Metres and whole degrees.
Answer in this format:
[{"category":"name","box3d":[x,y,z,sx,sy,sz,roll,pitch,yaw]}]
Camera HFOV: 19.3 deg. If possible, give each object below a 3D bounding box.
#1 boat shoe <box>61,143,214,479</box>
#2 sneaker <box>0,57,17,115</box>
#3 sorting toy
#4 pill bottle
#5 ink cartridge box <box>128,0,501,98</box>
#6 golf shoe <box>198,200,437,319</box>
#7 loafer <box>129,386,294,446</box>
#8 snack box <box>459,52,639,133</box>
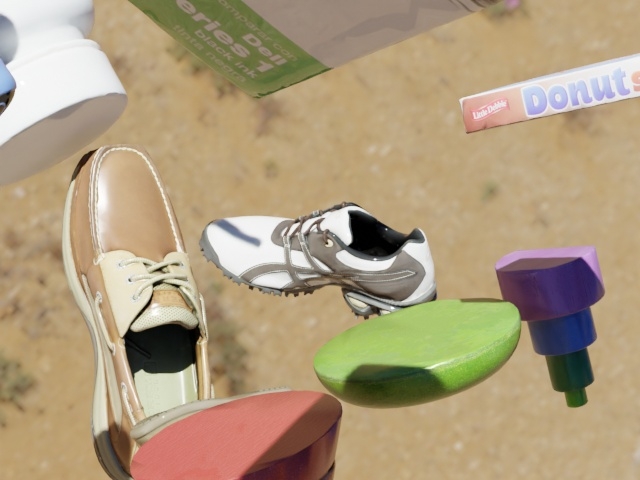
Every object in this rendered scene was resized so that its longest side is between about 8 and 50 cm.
[{"category":"boat shoe","box3d":[-0.154,0.068,1.740,0.122,0.120,0.324,-7,82,-29]},{"category":"sneaker","box3d":[-0.273,-0.019,1.216,0.090,0.232,0.081,49,-7,-9]},{"category":"sorting toy","box3d":[0.054,0.119,1.121,0.365,0.127,0.126,-26,107,-40]},{"category":"pill bottle","box3d":[-0.340,-0.244,1.773,0.204,0.204,0.361,-17,74,-55]},{"category":"ink cartridge box","box3d":[0.040,-0.142,0.514,0.092,0.219,0.160,40,66,-20]},{"category":"golf shoe","box3d":[0.000,0.000,1.492,0.198,0.094,0.077,14,42,12]},{"category":"loafer","box3d":[-0.081,0.151,1.512,0.148,0.056,0.050,-10,82,-29]},{"category":"snack box","box3d":[0.155,-0.083,0.958,0.064,0.178,0.022,-18,95,-41]}]
